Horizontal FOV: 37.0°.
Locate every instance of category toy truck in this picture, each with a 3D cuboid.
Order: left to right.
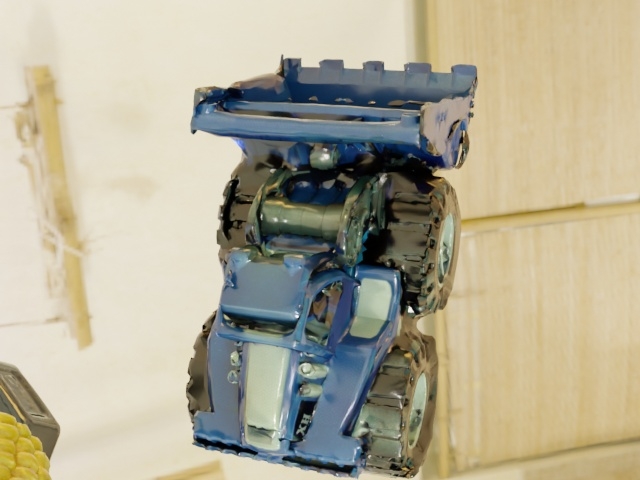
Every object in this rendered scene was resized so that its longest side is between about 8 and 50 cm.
[{"bbox_3d":[0.000,0.000,0.446,0.126,0.113,0.208,37,-119,-67],"label":"toy truck"}]

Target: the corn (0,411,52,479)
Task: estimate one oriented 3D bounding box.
[{"bbox_3d":[-0.125,0.170,0.311,0.248,0.081,0.081,-106,15,-45],"label":"corn"}]

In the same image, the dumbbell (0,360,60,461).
[{"bbox_3d":[-0.341,0.149,0.731,0.325,0.144,0.160,46,-122,-69],"label":"dumbbell"}]
